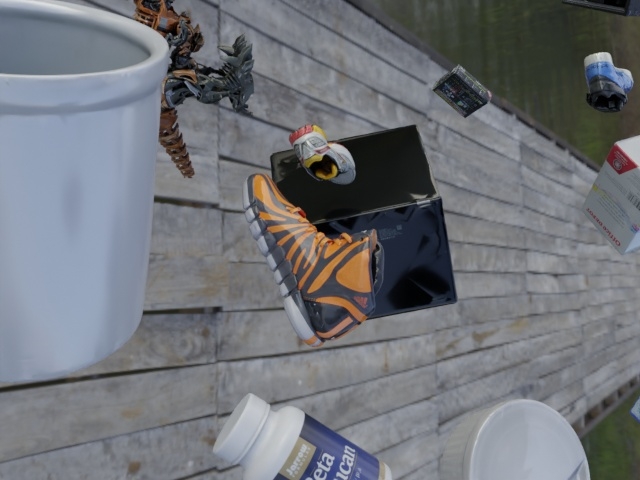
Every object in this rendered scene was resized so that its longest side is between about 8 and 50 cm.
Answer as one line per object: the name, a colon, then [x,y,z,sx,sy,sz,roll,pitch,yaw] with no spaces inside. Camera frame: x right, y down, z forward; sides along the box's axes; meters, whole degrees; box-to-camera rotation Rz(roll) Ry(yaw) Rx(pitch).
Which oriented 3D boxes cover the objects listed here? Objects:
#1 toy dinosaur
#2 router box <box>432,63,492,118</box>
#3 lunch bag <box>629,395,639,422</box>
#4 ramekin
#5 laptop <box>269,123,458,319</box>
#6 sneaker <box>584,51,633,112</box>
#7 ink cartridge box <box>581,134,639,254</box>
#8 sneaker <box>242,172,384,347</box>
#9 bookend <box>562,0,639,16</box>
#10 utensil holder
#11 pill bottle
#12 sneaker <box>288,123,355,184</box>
toy dinosaur: [-0.222,-0.269,1.060,0.321,0.219,0.164,96,-15,-46]
router box: [0.361,-0.379,1.681,0.122,0.092,0.038,37,59,-14]
lunch bag: [0.690,0.324,1.255,0.096,0.151,0.128,-30,143,-53]
ramekin: [0.342,0.427,1.193,0.273,0.127,0.272,7,73,-23]
laptop: [0.097,-0.036,1.611,0.236,0.382,0.407,-89,167,-75]
sneaker: [0.476,-0.243,1.084,0.152,0.058,0.084,12,73,-52]
ink cartridge box: [0.587,-0.086,1.196,0.176,0.128,0.128,95,-26,-50]
sneaker: [0.000,0.000,1.090,0.321,0.180,0.125,64,14,17]
bookend: [0.553,-0.511,1.232,0.073,0.156,0.157,-9,120,-27]
utensil holder: [-0.365,-0.071,0.814,0.328,0.328,0.385,-37,145,-52]
pill bottle: [-0.020,0.230,0.674,0.169,0.094,0.094,33,51,-6]
sneaker: [0.010,-0.158,1.394,0.225,0.088,0.092,24,42,-58]
